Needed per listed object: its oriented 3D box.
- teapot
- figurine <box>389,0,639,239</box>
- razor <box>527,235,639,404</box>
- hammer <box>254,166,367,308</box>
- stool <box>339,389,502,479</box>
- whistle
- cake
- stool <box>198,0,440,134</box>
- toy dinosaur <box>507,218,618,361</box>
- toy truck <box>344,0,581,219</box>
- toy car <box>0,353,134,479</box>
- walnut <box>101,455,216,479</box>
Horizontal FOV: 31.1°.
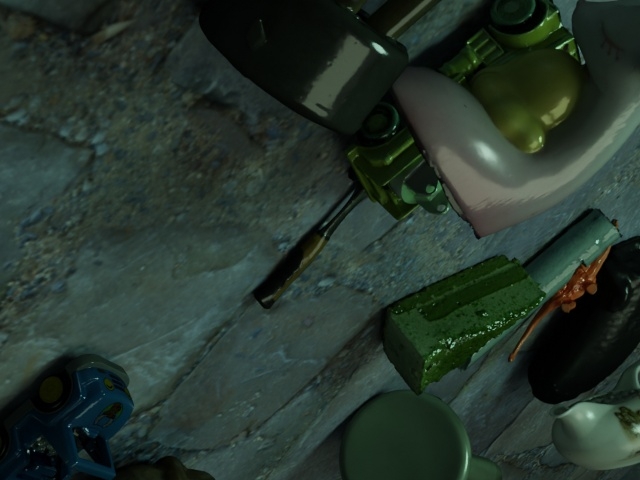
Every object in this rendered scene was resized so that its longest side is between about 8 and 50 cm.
[{"bbox_3d":[0.499,0.303,1.959,0.204,0.139,0.298,-19,178,42],"label":"teapot"},{"bbox_3d":[0.207,-0.192,0.994,0.316,0.284,0.206,-28,176,9],"label":"figurine"},{"bbox_3d":[0.478,0.142,1.939,0.189,0.107,0.327,-18,144,-37],"label":"razor"},{"bbox_3d":[0.000,0.000,1.264,0.201,0.021,0.078,-48,150,15],"label":"hammer"},{"bbox_3d":[0.143,0.339,1.736,0.195,0.195,0.198,-41,156,0],"label":"stool"},{"bbox_3d":[0.306,0.073,1.687,0.312,0.062,0.062,-40,151,1],"label":"whistle"},{"bbox_3d":[0.194,0.092,1.538,0.235,0.100,0.099,-33,151,-12],"label":"cake"},{"bbox_3d":[0.000,-0.182,0.911,0.139,0.153,0.228,-52,-168,14],"label":"stool"},{"bbox_3d":[0.382,0.086,1.798,0.279,0.055,0.101,-47,173,7],"label":"toy dinosaur"},{"bbox_3d":[0.162,-0.122,1.163,0.259,0.135,0.128,-43,146,-7],"label":"toy truck"},{"bbox_3d":[-0.266,0.210,1.160,0.191,0.100,0.097,-42,151,2],"label":"toy car"},{"bbox_3d":[-0.193,0.360,1.364,0.224,0.224,0.224,-29,149,-19],"label":"walnut"}]
